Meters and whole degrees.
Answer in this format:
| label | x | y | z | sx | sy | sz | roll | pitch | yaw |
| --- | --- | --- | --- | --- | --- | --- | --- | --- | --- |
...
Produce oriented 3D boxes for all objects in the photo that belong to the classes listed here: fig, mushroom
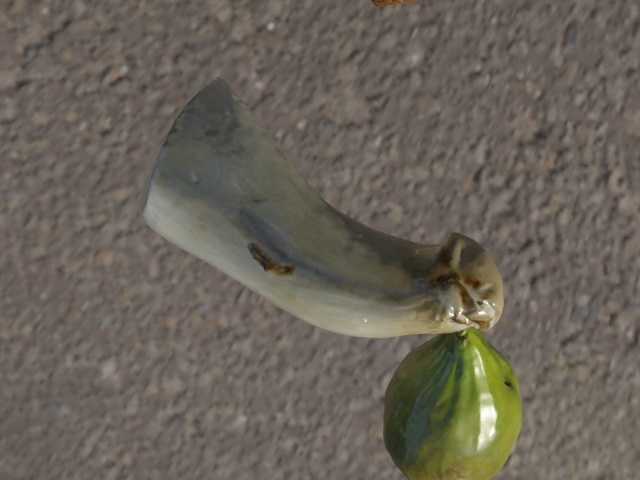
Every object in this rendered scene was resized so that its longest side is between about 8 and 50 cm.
| label | x | y | z | sx | sy | sz | roll | pitch | yaw |
| --- | --- | --- | --- | --- | --- | --- | --- | --- | --- |
| fig | 0.164 | 0.184 | 1.828 | 0.167 | 0.167 | 0.233 | 31 | 119 | -2 |
| mushroom | 0.001 | 0.000 | 1.646 | 0.397 | 0.126 | 0.177 | 33 | 87 | 6 |

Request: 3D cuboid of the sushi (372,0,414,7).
| label | x | y | z | sx | sy | sz | roll | pitch | yaw |
| --- | --- | --- | --- | --- | --- | --- | --- | --- | --- |
| sushi | 0.090 | -0.269 | 1.568 | 0.061 | 0.118 | 0.060 | 11 | 117 | 53 |
